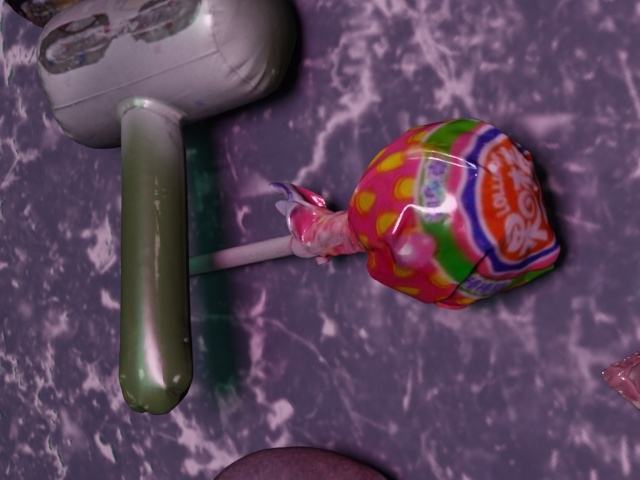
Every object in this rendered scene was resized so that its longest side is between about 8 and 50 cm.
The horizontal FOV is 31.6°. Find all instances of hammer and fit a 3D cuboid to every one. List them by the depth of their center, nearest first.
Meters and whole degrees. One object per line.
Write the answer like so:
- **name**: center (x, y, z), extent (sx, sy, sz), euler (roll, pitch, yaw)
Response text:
- **hammer**: center (-0.114, -0.039, 0.830), extent (0.206, 0.119, 0.336), euler (-13, 71, 33)

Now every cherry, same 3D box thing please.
- **cherry**: center (-0.004, 0.232, 0.789), extent (0.148, 0.115, 0.188), euler (-24, 80, -5)

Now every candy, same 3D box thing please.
- **candy**: center (0.000, 0.000, 0.798), extent (0.365, 0.124, 0.124), euler (-11, 82, 48)

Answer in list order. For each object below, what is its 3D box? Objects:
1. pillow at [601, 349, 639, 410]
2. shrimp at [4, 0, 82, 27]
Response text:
- **pillow**: center (0.258, 0.109, 0.622), extent (0.118, 0.043, 0.185), euler (-45, 67, 21)
- **shrimp**: center (-0.231, -0.296, 0.988), extent (0.445, 0.085, 0.272), euler (-7, 91, 33)
